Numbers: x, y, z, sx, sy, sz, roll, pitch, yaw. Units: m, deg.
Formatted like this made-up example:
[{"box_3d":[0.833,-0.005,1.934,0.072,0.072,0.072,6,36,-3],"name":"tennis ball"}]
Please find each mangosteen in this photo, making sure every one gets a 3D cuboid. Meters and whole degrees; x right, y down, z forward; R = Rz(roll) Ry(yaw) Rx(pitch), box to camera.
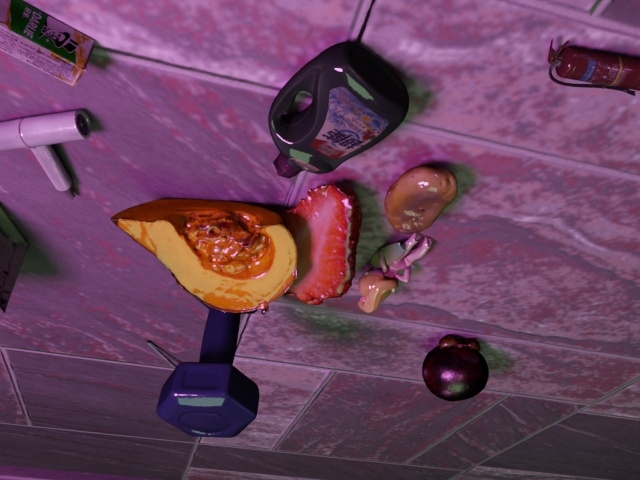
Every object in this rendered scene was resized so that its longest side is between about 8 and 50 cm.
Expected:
[{"box_3d":[0.301,0.282,1.353,0.152,0.152,0.152,1,145,1],"name":"mangosteen"}]

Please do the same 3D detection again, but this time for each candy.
[{"box_3d":[-0.364,0.301,1.479,0.061,0.061,0.202,-13,134,19],"name":"candy"}]

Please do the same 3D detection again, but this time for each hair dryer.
[{"box_3d":[-0.381,-0.115,0.892,0.155,0.044,0.183,-5,149,11],"name":"hair dryer"}]

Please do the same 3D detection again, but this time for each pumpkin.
[{"box_3d":[-0.175,0.023,0.961,0.278,0.111,0.163,3,114,-4],"name":"pumpkin"}]

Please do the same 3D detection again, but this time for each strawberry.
[{"box_3d":[0.004,0.005,0.999,0.236,0.107,0.175,-31,95,34],"name":"strawberry"}]

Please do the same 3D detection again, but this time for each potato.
[{"box_3d":[0.149,-0.066,0.907,0.091,0.070,0.138,20,140,-15],"name":"potato"}]

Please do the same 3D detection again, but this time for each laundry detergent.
[{"box_3d":[-0.002,-0.152,0.789,0.144,0.078,0.221,29,139,-30],"name":"laundry detergent"}]

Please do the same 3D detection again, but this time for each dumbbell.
[{"box_3d":[-0.168,0.160,1.020,0.144,0.325,0.160,-22,133,25],"name":"dumbbell"}]

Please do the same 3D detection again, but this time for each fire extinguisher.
[{"box_3d":[0.329,-0.208,0.727,0.132,0.039,0.056,7,136,-7],"name":"fire extinguisher"}]

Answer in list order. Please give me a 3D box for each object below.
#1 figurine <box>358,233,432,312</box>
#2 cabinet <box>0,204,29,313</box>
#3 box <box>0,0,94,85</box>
[{"box_3d":[0.126,0.056,1.087,0.083,0.083,0.187,23,130,-27],"name":"figurine"},{"box_3d":[-0.632,0.028,1.008,0.206,0.145,0.150,1,144,1],"name":"cabinet"},{"box_3d":[-0.365,-0.250,0.683,0.207,0.050,0.041,25,142,-29],"name":"box"}]
